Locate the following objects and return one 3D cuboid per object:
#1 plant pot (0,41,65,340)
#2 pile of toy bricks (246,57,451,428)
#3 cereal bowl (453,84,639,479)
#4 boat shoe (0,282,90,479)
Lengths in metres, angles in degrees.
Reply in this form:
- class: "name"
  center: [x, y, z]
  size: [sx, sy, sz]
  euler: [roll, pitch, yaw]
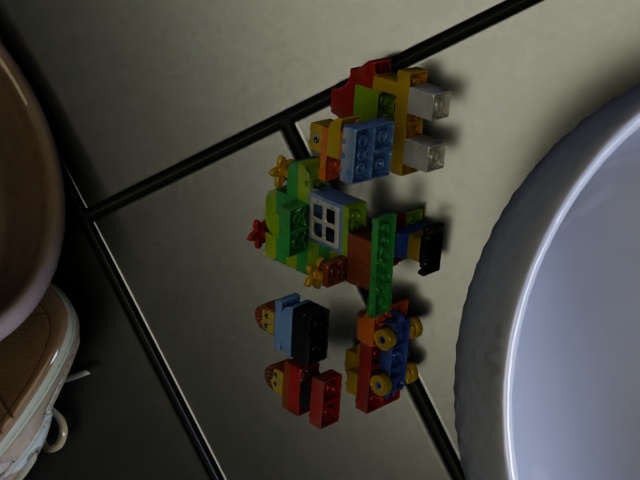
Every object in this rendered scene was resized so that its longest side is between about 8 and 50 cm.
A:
- class: "plant pot"
  center: [-0.323, -0.014, 0.764]
  size: [0.229, 0.263, 0.263]
  euler: [-27, 95, 34]
- class: "pile of toy bricks"
  center: [0.000, 0.000, 0.761]
  size: [0.105, 0.118, 0.212]
  euler: [24, 119, 40]
- class: "cereal bowl"
  center: [0.216, 0.070, 0.667]
  size: [0.338, 0.141, 0.339]
  euler: [-1, 94, -19]
- class: "boat shoe"
  center: [-0.244, 0.139, 0.854]
  size: [0.285, 0.089, 0.104]
  euler: [-49, 62, 15]
